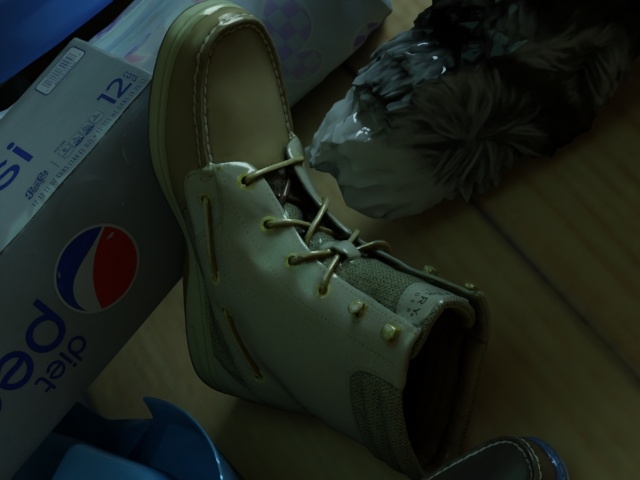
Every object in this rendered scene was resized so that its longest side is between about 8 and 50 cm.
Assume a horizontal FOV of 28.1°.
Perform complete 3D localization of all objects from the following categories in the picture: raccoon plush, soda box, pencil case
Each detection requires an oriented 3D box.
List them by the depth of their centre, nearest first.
[{"bbox_3d":[-0.169,0.038,0.655,0.286,0.098,0.091,-51,42,-9],"label":"soda box"},{"bbox_3d":[0.135,-0.253,0.665,0.446,0.216,0.299,-31,37,18],"label":"raccoon plush"},{"bbox_3d":[-0.087,-0.103,0.780,0.273,0.124,0.113,-39,33,9],"label":"pencil case"}]

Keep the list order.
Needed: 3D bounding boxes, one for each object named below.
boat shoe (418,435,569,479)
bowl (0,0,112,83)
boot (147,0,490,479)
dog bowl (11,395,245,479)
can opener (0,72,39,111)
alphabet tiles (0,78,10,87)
[{"bbox_3d":[0.027,0.146,0.548,0.183,0.066,0.066,-44,43,5],"label":"boat shoe"},{"bbox_3d":[-0.235,-0.189,0.912,0.391,0.077,0.391,-28,25,15],"label":"bowl"},{"bbox_3d":[0.000,0.000,0.598,0.077,0.213,0.165,-24,30,-36],"label":"boot"},{"bbox_3d":[-0.142,0.158,0.672,0.297,0.074,0.166,8,66,43],"label":"dog bowl"},{"bbox_3d":[-0.305,-0.033,0.964,0.283,0.076,0.095,-21,81,26],"label":"can opener"},{"bbox_3d":[-0.250,-0.142,0.959,0.237,0.009,0.198,-7,35,45],"label":"alphabet tiles"}]
